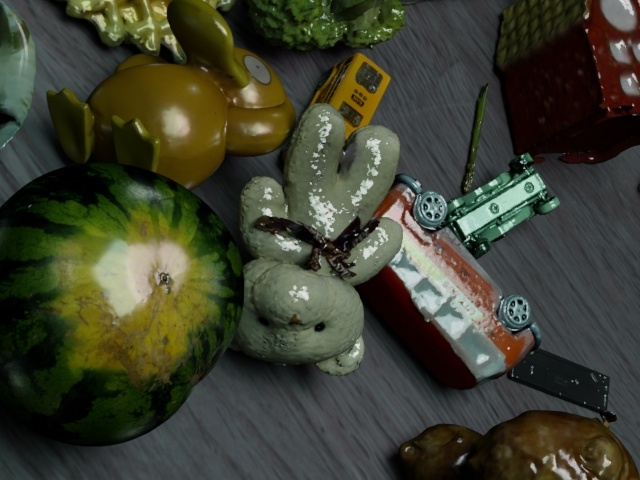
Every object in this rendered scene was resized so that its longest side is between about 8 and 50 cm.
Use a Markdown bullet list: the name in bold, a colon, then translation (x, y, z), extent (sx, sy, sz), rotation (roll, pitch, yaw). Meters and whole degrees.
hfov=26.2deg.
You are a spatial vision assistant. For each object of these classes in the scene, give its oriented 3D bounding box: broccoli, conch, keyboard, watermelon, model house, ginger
- **broccoli**: translation (0.077, -0.317, 1.599), extent (0.254, 0.302, 0.186), rotation (-69, 152, -57)
- **conch**: translation (-0.379, -0.168, 1.328), extent (0.172, 0.131, 0.200), rotation (17, 91, -55)
- **keyboard**: translation (0.296, 0.169, 1.700), extent (0.155, 0.010, 0.053), rotation (23, 63, -24)
- **watermelon**: translation (-0.204, 0.057, 1.281), extent (0.269, 0.269, 0.269), rotation (12, 67, -29)
- **model house**: translation (0.336, -0.241, 1.760), extent (0.160, 0.196, 0.254), rotation (-8, 78, -32)
- **ginger**: translation (0.297, 0.330, 1.508), extent (0.418, 0.254, 0.176), rotation (46, 49, -16)

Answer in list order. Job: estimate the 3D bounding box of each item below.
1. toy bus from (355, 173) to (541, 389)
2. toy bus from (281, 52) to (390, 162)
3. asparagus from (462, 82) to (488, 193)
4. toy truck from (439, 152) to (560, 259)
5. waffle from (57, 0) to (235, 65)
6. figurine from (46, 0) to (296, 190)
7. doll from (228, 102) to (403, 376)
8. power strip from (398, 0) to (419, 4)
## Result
- **toy bus**: translation (0.129, 0.058, 1.576), extent (0.265, 0.121, 0.120), rotation (49, 63, -8)
- **toy bus**: translation (0.020, -0.139, 1.600), extent (0.069, 0.074, 0.162), rotation (37, 56, -17)
- **asparagus**: translation (0.197, -0.131, 1.747), extent (0.016, 0.013, 0.166), rotation (59, 39, -56)
- **toy truck**: translation (0.211, -0.038, 1.693), extent (0.154, 0.078, 0.080), rotation (-32, 91, -19)
- **waffle**: translation (-0.208, -0.327, 1.540), extent (0.261, 0.056, 0.250), rotation (31, 59, -21)
- **figurine**: translation (-0.147, -0.134, 1.448), extent (0.215, 0.215, 0.228), rotation (44, 70, -11)
- **doll**: translation (-0.004, -0.001, 1.431), extent (0.175, 0.149, 0.278), rotation (16, 89, 3)
- **power strip**: translation (0.182, -0.346, 1.779), extent (0.286, 0.080, 0.048), rotation (-15, 75, -33)
